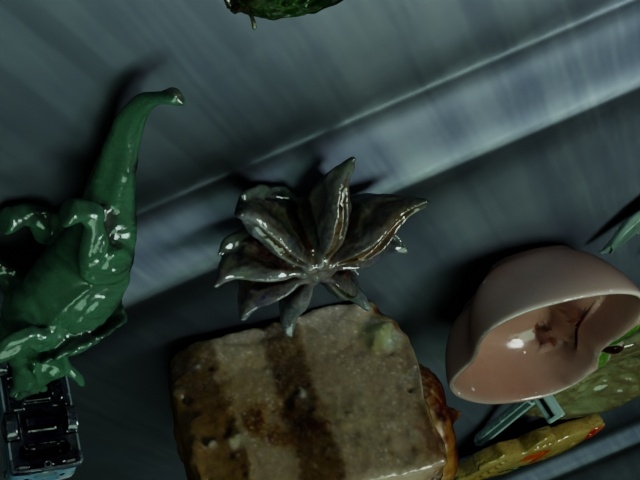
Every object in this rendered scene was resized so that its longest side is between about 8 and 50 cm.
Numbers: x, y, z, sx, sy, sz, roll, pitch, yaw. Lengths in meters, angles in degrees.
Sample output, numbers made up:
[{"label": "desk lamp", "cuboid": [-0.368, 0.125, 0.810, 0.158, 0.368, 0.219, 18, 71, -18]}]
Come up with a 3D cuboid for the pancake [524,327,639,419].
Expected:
[{"label": "pancake", "cuboid": [0.361, 0.171, 1.247, 0.223, 0.042, 0.236, -16, 148, -5]}]

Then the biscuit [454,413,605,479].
[{"label": "biscuit", "cuboid": [0.296, 0.298, 1.370, 0.226, 0.036, 0.166, -8, 153, -30]}]

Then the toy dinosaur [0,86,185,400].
[{"label": "toy dinosaur", "cuboid": [-0.182, 0.008, 0.677, 0.120, 0.079, 0.292, -7, 134, -30]}]

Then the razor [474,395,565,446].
[{"label": "razor", "cuboid": [0.244, 0.221, 1.243, 0.036, 0.084, 0.211, -21, 158, -22]}]

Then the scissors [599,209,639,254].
[{"label": "scissors", "cuboid": [0.406, -0.101, 0.897, 0.256, 0.029, 0.383, 1, 139, -32]}]

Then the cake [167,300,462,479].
[{"label": "cake", "cuboid": [0.011, 0.191, 0.933, 0.293, 0.196, 0.198, -12, 144, -13]}]

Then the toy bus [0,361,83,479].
[{"label": "toy bus", "cuboid": [-0.234, 0.142, 0.792, 0.060, 0.123, 0.075, -4, 146, -25]}]

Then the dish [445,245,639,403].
[{"label": "dish", "cuboid": [0.216, 0.078, 0.990, 0.213, 0.090, 0.213, -13, 145, -9]}]

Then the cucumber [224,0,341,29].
[{"label": "cucumber", "cuboid": [0.049, -0.203, 0.511, 0.077, 0.077, 0.265, 16, 132, -43]}]

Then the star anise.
[{"label": "star anise", "cuboid": [0.000, 0.000, 0.778, 0.205, 0.061, 0.180, 15, 131, -43]}]
